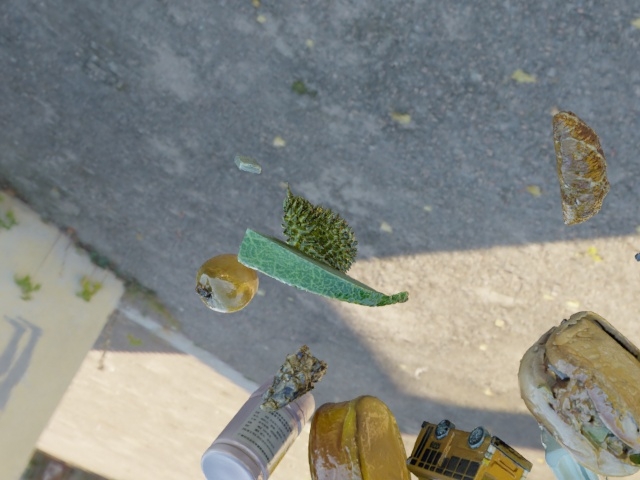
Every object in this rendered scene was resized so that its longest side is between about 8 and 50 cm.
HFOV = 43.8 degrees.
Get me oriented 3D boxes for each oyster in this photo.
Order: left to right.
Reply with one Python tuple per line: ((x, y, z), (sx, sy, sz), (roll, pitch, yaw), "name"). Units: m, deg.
((-0.051, 0.269, 1.490), (0.051, 0.148, 0.103), (36, 165, 46), "oyster")

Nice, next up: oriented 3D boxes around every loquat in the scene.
((-0.224, 0.101, 1.905), (0.163, 0.163, 0.137), (17, 134, 16), "loquat")

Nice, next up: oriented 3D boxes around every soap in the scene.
((0.573, 0.486, 1.778), (0.095, 0.173, 0.289), (-18, 129, 20), "soap")

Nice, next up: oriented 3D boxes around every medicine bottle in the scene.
((-0.121, 0.389, 1.598), (0.133, 0.249, 0.133), (14, 125, 21), "medicine bottle")

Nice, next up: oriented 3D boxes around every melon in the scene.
((0.007, 0.049, 1.133), (0.262, 0.053, 0.114), (22, -172, -10), "melon")

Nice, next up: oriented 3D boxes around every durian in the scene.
((0.008, -0.001, 1.433), (0.095, 0.137, 0.220), (-25, 129, 23), "durian")

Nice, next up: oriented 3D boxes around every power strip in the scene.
((-0.136, -0.143, 1.486), (0.040, 0.016, 0.090), (11, -167, -16), "power strip")

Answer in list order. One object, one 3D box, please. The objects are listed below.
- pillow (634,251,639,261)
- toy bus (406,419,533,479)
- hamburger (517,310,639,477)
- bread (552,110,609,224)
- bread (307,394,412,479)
((0.557, -0.040, 0.975), (0.335, 0.092, 0.161), (-38, 113, 22), "pillow")
((0.236, 0.370, 1.311), (0.098, 0.114, 0.201), (38, 160, -20), "toy bus")
((0.429, 0.232, 1.202), (0.286, 0.243, 0.146), (23, 129, -20), "hamburger")
((0.404, -0.107, 1.232), (0.076, 0.105, 0.233), (-9, 135, 18), "bread")
((0.070, 0.419, 1.477), (0.143, 0.269, 0.195), (-29, 143, 30), "bread")
